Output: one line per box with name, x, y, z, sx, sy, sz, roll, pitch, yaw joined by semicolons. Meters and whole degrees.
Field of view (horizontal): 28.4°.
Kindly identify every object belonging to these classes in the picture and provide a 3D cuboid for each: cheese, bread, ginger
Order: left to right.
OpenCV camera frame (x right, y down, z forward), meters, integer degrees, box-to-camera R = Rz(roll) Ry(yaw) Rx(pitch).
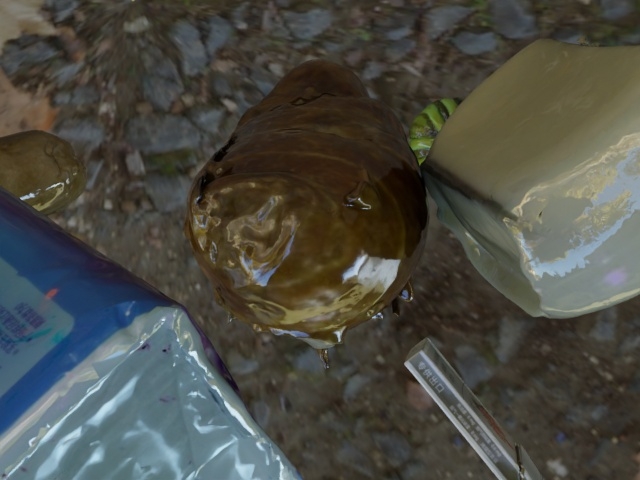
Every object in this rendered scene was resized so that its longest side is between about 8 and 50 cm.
ginger;-0.259;-0.033;0.952;0.190;0.095;0.069;-25;81;-30
ginger;0.000;0.000;1.022;0.176;0.418;0.254;-5;105;3
bread;0.184;-0.122;1.670;0.130;0.071;0.139;-33;110;-9
cheese;0.195;-0.065;0.902;0.233;0.266;0.127;-43;112;-3

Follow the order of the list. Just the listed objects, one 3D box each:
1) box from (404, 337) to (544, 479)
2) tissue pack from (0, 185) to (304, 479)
box;0.160;0.186;1.292;0.029;0.109;0.198;-40;87;8
tissue pack;-0.157;0.084;0.486;0.198;0.263;0.146;-45;129;-15
